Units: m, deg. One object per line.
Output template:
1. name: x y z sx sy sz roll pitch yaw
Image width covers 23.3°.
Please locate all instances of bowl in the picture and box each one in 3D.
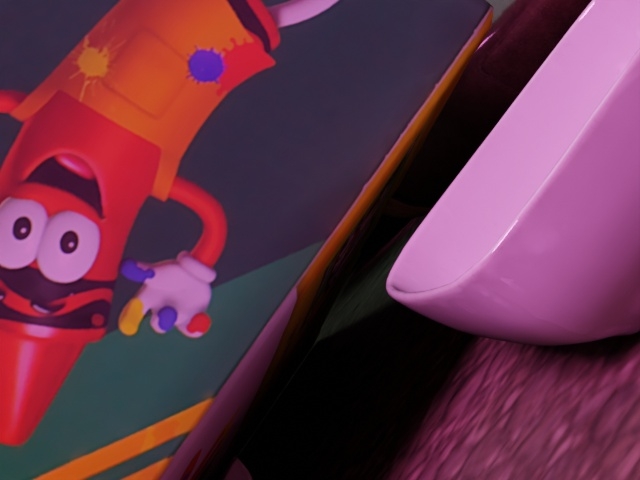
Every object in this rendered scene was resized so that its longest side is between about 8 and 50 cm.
1. bowl: 0.086 -0.025 0.457 0.142 0.053 0.142 -54 5 -6

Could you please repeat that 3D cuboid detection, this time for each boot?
1. boot: 0.113 -0.137 0.754 0.248 0.090 0.207 -52 2 -37

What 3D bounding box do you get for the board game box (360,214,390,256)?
1. board game box: 0.000 0.000 1.103 0.243 0.042 0.165 -52 6 3

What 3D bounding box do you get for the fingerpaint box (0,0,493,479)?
1. fingerpaint box: -0.134 0.085 0.687 0.371 0.163 0.445 -55 -4 -20

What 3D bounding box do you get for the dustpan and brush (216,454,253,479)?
1. dustpan and brush: -0.077 0.187 0.532 0.147 0.060 0.211 -57 -5 34
